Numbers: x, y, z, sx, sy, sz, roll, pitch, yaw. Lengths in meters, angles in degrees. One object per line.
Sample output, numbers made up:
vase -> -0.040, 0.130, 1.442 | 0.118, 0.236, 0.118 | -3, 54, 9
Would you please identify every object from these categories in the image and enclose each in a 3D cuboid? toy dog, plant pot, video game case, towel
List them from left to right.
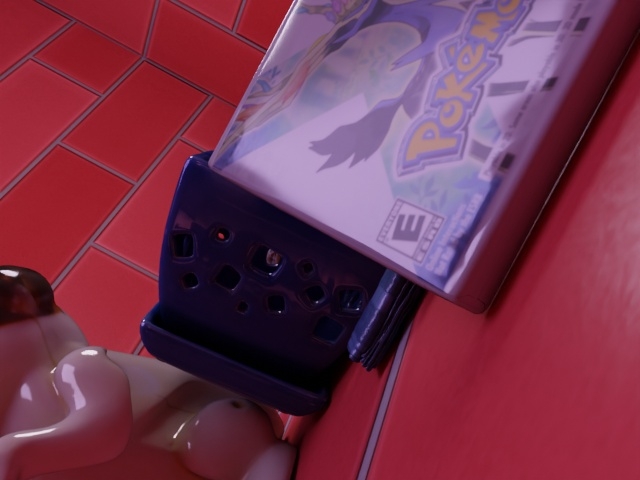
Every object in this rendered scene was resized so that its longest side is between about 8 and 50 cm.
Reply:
toy dog -> -0.245, 0.196, 0.784 | 0.285, 0.407, 0.395 | -59, 4, 33
plant pot -> -0.057, 0.043, 0.790 | 0.236, 0.235, 0.212 | -83, 16, -81
towel -> 0.061, 0.046, 0.586 | 0.120, 0.029, 0.067 | -62, 3, 4
video game case -> 0.073, -0.153, 0.493 | 0.300, 0.036, 0.329 | 30, 92, 50

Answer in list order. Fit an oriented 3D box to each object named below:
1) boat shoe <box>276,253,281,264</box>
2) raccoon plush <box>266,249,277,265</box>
boat shoe -> 0.050, -0.062, 1.109 | 0.342, 0.123, 0.123 | -60, -11, 29
raccoon plush -> 0.000, 0.000, 1.446 | 0.446, 0.216, 0.299 | 51, -132, -62
